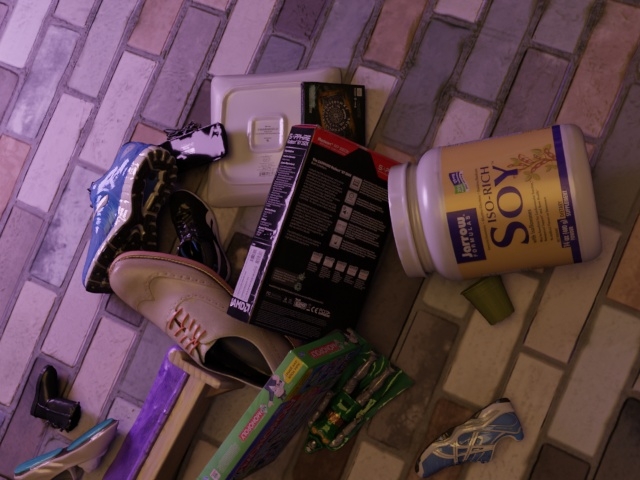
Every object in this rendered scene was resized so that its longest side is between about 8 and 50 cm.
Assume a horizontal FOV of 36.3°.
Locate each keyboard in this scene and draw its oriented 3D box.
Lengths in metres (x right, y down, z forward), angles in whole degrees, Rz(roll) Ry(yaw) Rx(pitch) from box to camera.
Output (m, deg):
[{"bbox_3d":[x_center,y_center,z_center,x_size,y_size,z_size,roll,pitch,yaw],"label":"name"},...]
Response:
[{"bbox_3d":[-0.258,-0.189,1.970,0.192,0.038,0.100,-14,79,32],"label":"keyboard"}]

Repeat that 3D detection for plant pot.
[{"bbox_3d":[0.307,0.107,1.754,0.083,0.083,0.079,-33,87,9],"label":"plant pot"}]

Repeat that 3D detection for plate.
[{"bbox_3d":[-0.099,-0.207,1.932,0.277,0.045,0.278,-1,82,16],"label":"plate"}]

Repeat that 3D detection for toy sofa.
[{"bbox_3d":[-0.311,0.379,1.850,0.177,0.150,0.362,28,90,17],"label":"toy sofa"}]

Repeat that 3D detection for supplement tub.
[{"bbox_3d":[0.302,-0.059,1.689,0.331,0.241,0.241,-10,79,15],"label":"supplement tub"}]

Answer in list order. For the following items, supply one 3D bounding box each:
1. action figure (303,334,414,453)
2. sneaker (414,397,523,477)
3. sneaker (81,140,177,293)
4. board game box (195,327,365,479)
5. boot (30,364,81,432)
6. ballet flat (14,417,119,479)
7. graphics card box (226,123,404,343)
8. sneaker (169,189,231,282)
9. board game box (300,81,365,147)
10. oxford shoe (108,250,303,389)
[{"bbox_3d":[0.046,0.306,1.805,0.137,0.063,0.232,40,97,15],"label":"action figure"},{"bbox_3d":[0.260,0.363,1.721,0.211,0.080,0.081,-36,71,10],"label":"sneaker"},{"bbox_3d":[-0.401,-0.047,1.969,0.147,0.130,0.330,30,100,43],"label":"sneaker"},{"bbox_3d":[-0.068,0.298,1.712,0.046,0.213,0.317,43,114,17],"label":"board game box"},{"bbox_3d":[-0.530,0.322,1.977,0.099,0.045,0.121,17,94,20],"label":"boot"},{"bbox_3d":[-0.490,0.435,1.939,0.248,0.086,0.086,-27,75,12],"label":"ballet flat"},{"bbox_3d":[0.000,0.000,1.775,0.094,0.233,0.370,13,85,55],"label":"graphics card box"},{"bbox_3d":[-0.249,-0.016,1.906,0.079,0.121,0.217,-31,74,9],"label":"sneaker"},{"bbox_3d":[0.024,-0.211,1.876,0.126,0.026,0.186,2,80,-14],"label":"board game box"},{"bbox_3d":[-0.221,0.145,1.798,0.397,0.146,0.140,25,114,1],"label":"oxford shoe"}]
